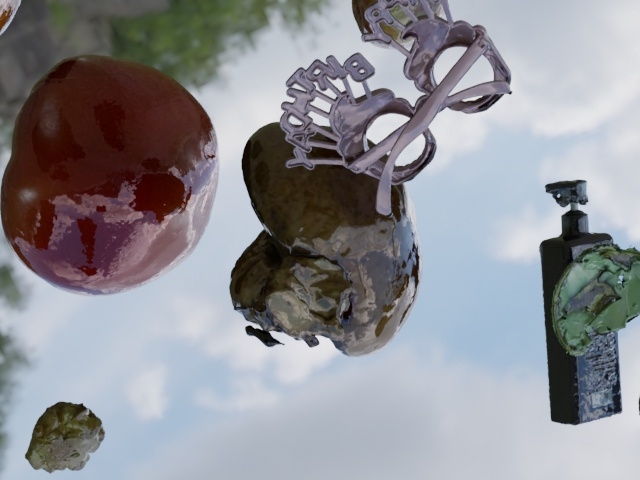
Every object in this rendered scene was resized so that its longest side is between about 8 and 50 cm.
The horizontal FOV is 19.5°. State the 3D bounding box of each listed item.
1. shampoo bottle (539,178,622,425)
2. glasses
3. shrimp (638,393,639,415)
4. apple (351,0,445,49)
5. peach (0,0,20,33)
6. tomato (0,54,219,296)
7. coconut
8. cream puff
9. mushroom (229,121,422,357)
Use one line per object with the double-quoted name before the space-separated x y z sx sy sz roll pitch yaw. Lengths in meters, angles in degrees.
"shampoo bottle" 0.334 0.076 2.392 0.098 0.309 0.071 -9 -172 -39
"glasses" 0.063 -0.133 1.766 0.255 0.162 0.095 -44 -169 24
"shrimp" 0.386 0.147 2.072 0.076 0.082 0.174 -2 -136 29
"apple" 0.086 -0.270 2.042 0.102 0.126 0.126 -11 -167 -5
"peach" -0.469 -0.291 1.951 0.343 0.302 0.343 -19 -151 11
"tomato" -0.242 -0.071 2.230 0.226 0.298 0.298 12 -154 15
"coconut" 0.356 0.062 2.316 0.158 0.133 0.055 -21 -167 2
"cream puff" -0.254 0.193 1.854 0.083 0.083 0.058 -8 -135 3
"mushroom" 0.009 0.003 2.046 0.195 0.263 0.283 -7 -139 27
